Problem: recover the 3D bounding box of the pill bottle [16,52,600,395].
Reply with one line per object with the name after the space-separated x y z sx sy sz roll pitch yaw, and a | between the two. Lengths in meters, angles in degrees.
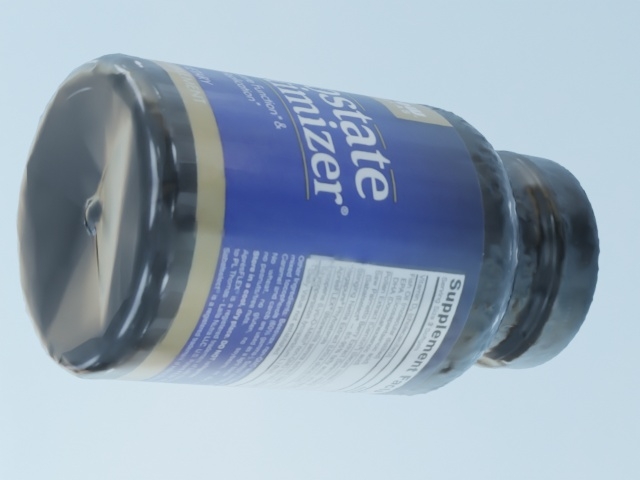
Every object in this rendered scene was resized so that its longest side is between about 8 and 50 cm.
0.000 0.000 0.713 0.123 0.219 0.122 -13 -105 55 | pill bottle
